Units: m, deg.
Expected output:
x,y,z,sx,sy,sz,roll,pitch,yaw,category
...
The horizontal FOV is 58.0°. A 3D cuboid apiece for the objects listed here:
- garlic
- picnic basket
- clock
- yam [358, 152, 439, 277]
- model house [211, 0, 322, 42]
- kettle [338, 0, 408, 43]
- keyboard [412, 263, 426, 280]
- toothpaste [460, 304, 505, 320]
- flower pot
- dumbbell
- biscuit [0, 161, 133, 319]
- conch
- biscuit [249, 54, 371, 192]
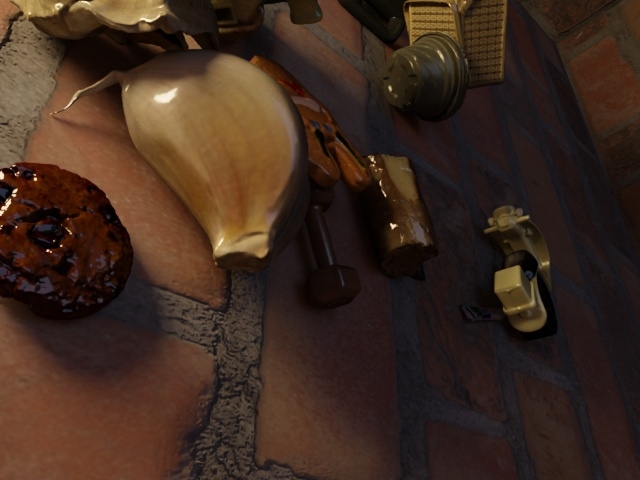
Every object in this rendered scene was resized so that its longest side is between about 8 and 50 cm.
x,y,z,sx,sy,sz,roll,pitch,yaw,category
-0.152,-0.126,0.842,0.340,0.231,0.246,41,81,4,garlic
0.352,-0.566,1.531,0.176,0.228,0.312,-15,116,-20,picnic basket
0.525,0.068,1.487,0.276,0.120,0.378,51,33,-28,clock
0.148,-0.055,1.147,0.128,0.130,0.238,64,13,-67,yam
-0.112,-0.476,0.998,0.266,0.322,0.261,79,6,-58,model house
0.160,-0.738,1.574,0.308,0.203,0.262,34,41,-34,kettle
0.191,-0.009,1.253,0.067,0.011,0.202,22,49,-37,keyboard
0.379,0.169,1.334,0.170,0.028,0.045,9,47,-44,toothpaste
0.247,-0.406,1.456,0.141,0.235,0.235,-15,76,-29,flower pot
0.000,0.000,0.968,0.082,0.092,0.230,45,27,-66,dumbbell
-0.298,-0.003,0.655,0.192,0.049,0.192,32,44,-37,biscuit
-0.253,-0.347,0.794,0.263,0.186,0.324,32,25,22,conch
-0.028,-0.221,1.046,0.202,0.047,0.333,5,45,-52,biscuit
